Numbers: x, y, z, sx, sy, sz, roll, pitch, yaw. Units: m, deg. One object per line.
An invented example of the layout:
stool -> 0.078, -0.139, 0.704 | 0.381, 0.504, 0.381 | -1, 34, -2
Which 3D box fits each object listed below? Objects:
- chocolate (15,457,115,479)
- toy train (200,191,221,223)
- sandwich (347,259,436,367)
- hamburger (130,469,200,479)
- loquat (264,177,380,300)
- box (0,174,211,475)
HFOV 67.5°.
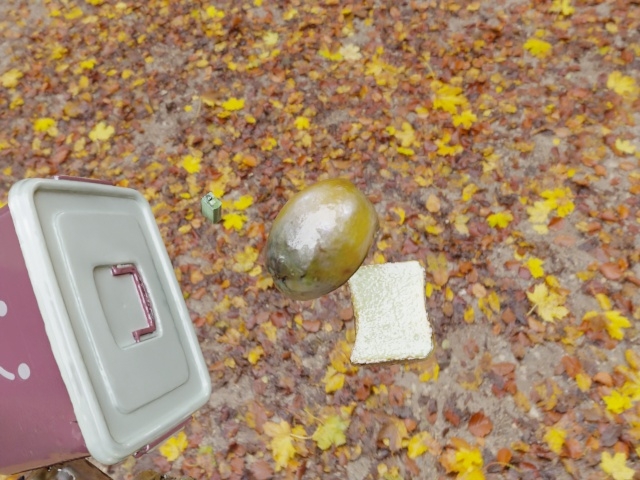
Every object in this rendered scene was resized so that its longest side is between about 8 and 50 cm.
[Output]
chocolate -> -0.201, 0.354, 0.558 | 0.329, 0.102, 0.065 | 43, 96, -8
toy train -> -0.302, -0.088, 1.327 | 0.056, 0.093, 0.038 | 42, 60, 14
sandwich -> 0.143, 0.153, 1.015 | 0.186, 0.065, 0.215 | -9, 67, 7
hamburger -> -0.384, 0.710, 1.146 | 0.195, 0.277, 0.318 | 1, 104, 17
loquat -> 0.000, 0.000, 0.832 | 0.179, 0.179, 0.227 | 36, 86, 26
box -> -0.267, 0.092, 0.524 | 0.167, 0.193, 0.294 | -22, 85, 18
